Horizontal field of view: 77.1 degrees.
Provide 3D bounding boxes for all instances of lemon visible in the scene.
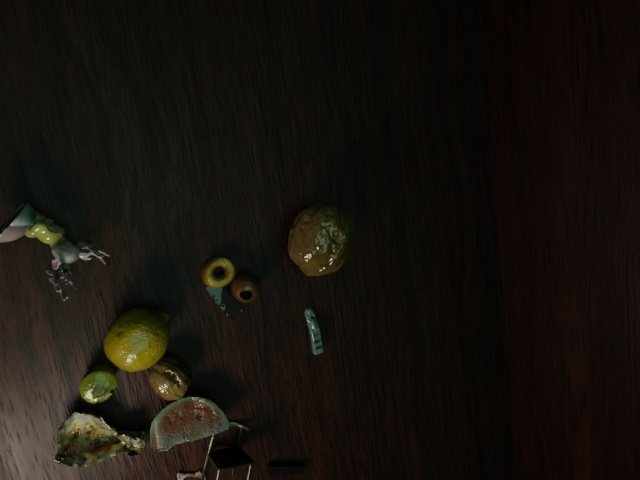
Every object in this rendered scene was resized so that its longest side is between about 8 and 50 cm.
[{"bbox_3d":[-0.699,0.372,1.551,0.228,0.228,0.253,34,73,-25],"label":"lemon"}]

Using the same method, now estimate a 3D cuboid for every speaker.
[{"bbox_3d":[-0.171,1.131,1.990,0.191,0.040,0.046,15,90,-27],"label":"speaker"}]

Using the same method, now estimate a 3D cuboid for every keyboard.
[{"bbox_3d":[-0.427,0.263,1.793,0.074,0.015,0.196,-41,111,-21],"label":"keyboard"}]

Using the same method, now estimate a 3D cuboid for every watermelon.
[{"bbox_3d":[-0.548,0.772,1.687,0.305,0.180,0.223,-1,123,-35],"label":"watermelon"}]

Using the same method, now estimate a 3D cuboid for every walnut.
[{"bbox_3d":[-0.622,0.563,1.651,0.155,0.155,0.184,-40,111,-18],"label":"walnut"},{"bbox_3d":[0.003,0.001,1.836,0.306,0.306,0.343,20,93,-27],"label":"walnut"}]

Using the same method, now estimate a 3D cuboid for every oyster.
[{"bbox_3d":[-0.842,0.771,1.569,0.337,0.133,0.197,20,84,-29],"label":"oyster"}]

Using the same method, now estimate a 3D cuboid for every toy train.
[{"bbox_3d":[-0.034,0.445,1.986,0.052,0.051,0.233,-14,101,-29],"label":"toy train"}]

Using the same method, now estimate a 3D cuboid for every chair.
[{"bbox_3d":[-0.406,0.969,1.778,0.188,0.166,0.272,11,87,-37],"label":"chair"}]

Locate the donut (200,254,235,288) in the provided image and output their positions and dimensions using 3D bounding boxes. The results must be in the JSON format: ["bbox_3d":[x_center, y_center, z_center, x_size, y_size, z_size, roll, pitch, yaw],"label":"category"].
[{"bbox_3d":[-0.441,0.138,1.743,0.152,0.058,0.151,2,86,-25],"label":"donut"}]

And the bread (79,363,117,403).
[{"bbox_3d":[-0.857,0.543,1.547,0.129,0.114,0.111,-33,108,-20],"label":"bread"}]

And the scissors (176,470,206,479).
[{"bbox_3d":[-0.531,1.142,1.820,0.318,0.024,0.160,35,77,-25],"label":"scissors"}]

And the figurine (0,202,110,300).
[{"bbox_3d":[-0.926,0.036,1.389,0.316,0.284,0.206,41,78,-36],"label":"figurine"}]

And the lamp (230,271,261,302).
[{"bbox_3d":[-0.328,0.207,1.772,0.136,0.136,0.136,-3,96,-26],"label":"lamp"}]

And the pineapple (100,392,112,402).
[{"bbox_3d":[-0.878,0.624,1.600,0.083,0.019,0.045,11,84,-26],"label":"pineapple"}]
